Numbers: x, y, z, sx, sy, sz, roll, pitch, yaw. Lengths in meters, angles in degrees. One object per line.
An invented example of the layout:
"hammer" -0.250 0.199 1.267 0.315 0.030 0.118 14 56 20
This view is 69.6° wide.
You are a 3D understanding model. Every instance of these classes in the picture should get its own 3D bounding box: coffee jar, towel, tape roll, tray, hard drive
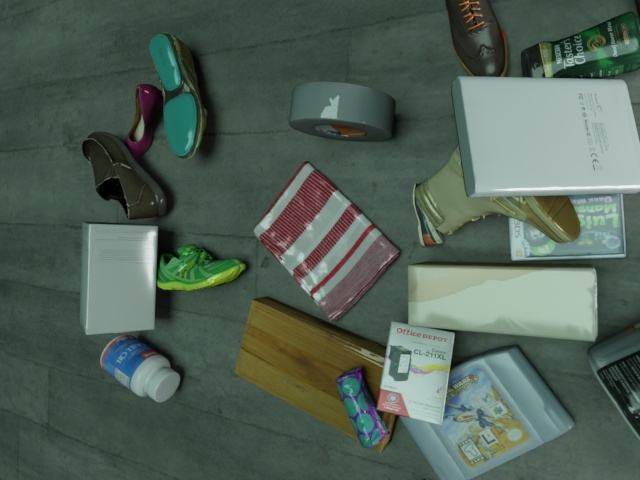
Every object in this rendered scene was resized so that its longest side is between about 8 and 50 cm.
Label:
"coffee jar" 0.460 -0.325 0.821 0.185 0.079 0.096 -12 84 28
"towel" 0.000 0.000 1.097 0.329 0.037 0.237 47 110 20
"tape roll" 0.045 -0.264 0.965 0.219 0.219 0.072 10 94 28
"tray" -0.006 0.299 1.083 0.411 0.076 0.202 18 99 26
"hard drive" 0.383 -0.175 0.773 0.308 0.040 0.202 -2 78 -9

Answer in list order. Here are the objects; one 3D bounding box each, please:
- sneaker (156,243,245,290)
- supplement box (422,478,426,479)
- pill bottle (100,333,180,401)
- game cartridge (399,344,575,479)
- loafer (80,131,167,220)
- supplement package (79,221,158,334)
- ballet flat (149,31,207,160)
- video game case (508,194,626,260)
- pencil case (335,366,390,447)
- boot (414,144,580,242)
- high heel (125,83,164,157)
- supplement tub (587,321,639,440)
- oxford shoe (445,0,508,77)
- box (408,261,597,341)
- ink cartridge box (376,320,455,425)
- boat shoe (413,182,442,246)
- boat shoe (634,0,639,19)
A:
"sneaker" -0.336 0.069 1.235 0.296 0.109 0.123 -6 92 28
"supplement box" 0.213 0.567 0.963 0.056 0.083 0.083 -45 71 22
"pill bottle" -0.515 0.370 1.327 0.222 0.124 0.124 22 101 25
"game cartridge" 0.313 0.348 0.926 0.297 0.062 0.198 -41 77 22
"loafer" -0.599 -0.192 1.338 0.366 0.130 0.133 39 136 22
"supplement package" -0.570 0.097 1.292 0.175 0.178 0.292 7 94 56
"ballet flat" -0.366 -0.384 1.244 0.123 0.123 0.348 -16 86 27
"video game case" 0.454 -0.050 0.861 0.191 0.022 0.173 -4 89 28
"pencil case" 0.086 0.344 0.957 0.070 0.065 0.151 -35 75 40
"boot" 0.322 -0.061 0.868 0.262 0.095 0.203 40 142 0
"high heel" -0.533 -0.341 1.330 0.244 0.117 0.082 -44 72 21
"supplement tub" 0.602 0.179 0.689 0.316 0.194 0.193 -37 74 23
"oxford shoe" 0.291 -0.433 0.899 0.097 0.098 0.271 -21 81 27
"box" 0.333 0.104 0.860 0.311 0.148 0.121 -1 90 27
"ink cartridge box" 0.189 0.256 0.909 0.128 0.072 0.174 8 78 17
"boat shoe" 0.225 -0.056 0.968 0.043 0.049 0.136 -10 89 31
"boat shoe" 0.561 -0.458 0.755 0.093 0.103 0.284 -12 79 33
